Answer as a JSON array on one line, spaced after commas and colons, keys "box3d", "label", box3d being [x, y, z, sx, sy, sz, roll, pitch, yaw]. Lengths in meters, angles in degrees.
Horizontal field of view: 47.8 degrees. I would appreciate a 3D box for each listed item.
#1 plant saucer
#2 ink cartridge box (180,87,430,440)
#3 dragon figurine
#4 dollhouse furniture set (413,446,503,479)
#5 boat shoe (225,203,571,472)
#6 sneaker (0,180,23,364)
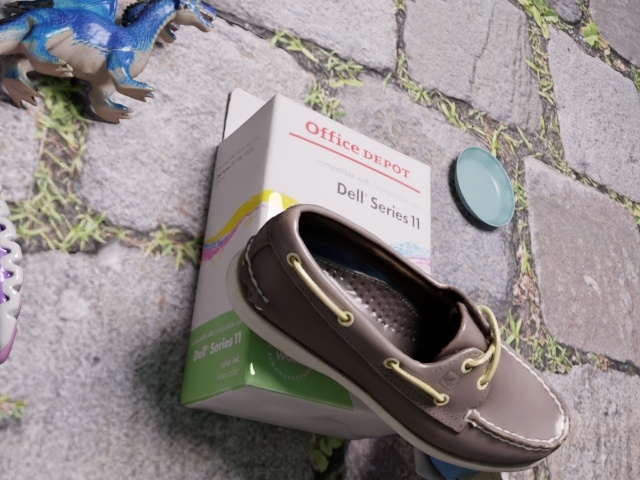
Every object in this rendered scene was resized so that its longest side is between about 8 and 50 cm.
[{"box3d": [0.224, -0.073, 1.004, 0.119, 0.021, 0.119, 17, 61, -34], "label": "plant saucer"}, {"box3d": [0.000, 0.000, 0.720, 0.207, 0.119, 0.354, 20, 59, -30], "label": "ink cartridge box"}, {"box3d": [-0.226, -0.195, 0.641, 0.289, 0.085, 0.144, 5, 69, -39], "label": "dragon figurine"}, {"box3d": [0.114, 0.329, 0.713, 0.303, 0.198, 0.286, -94, 161, -60], "label": "dollhouse furniture set"}, {"box3d": [0.082, 0.083, 0.578, 0.324, 0.097, 0.117, 33, 49, -11], "label": "boat shoe"}, {"box3d": [-0.283, -0.017, 0.520, 0.104, 0.095, 0.237, -9, 72, -36], "label": "sneaker"}]
